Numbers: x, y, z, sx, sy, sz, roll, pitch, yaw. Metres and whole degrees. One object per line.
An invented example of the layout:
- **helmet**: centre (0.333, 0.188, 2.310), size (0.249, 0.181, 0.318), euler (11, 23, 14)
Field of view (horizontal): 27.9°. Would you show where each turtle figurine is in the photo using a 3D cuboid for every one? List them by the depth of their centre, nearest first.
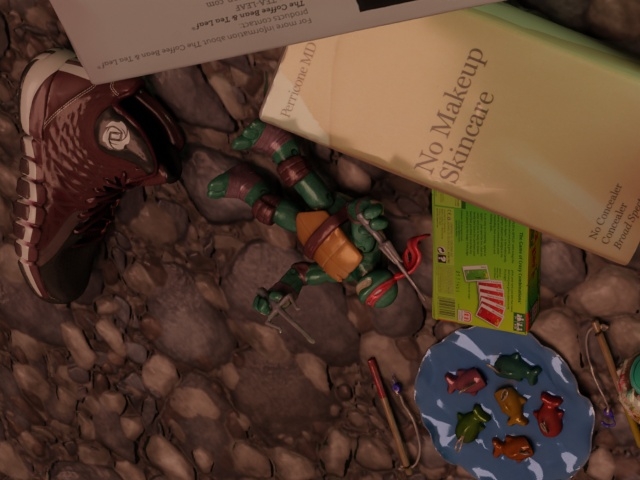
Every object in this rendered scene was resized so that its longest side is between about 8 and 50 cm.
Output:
- **turtle figurine**: centre (0.000, 0.000, 1.205), size (0.234, 0.118, 0.175), euler (48, 117, 14)

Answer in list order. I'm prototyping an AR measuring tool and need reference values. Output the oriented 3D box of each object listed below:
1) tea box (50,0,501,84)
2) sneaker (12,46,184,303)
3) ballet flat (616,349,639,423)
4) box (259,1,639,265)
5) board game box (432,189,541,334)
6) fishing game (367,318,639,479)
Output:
- **tea box**: centre (-0.013, -0.308, 0.855), size (0.329, 0.323, 0.220), euler (-9, 131, 15)
- **sneaker**: centre (-0.217, -0.046, 1.300), size (0.163, 0.106, 0.281), euler (13, 120, 17)
- **ballet flat**: centre (0.377, 0.161, 1.131), size (0.241, 0.091, 0.077), euler (23, 154, 20)
- **box**: centre (0.124, -0.114, 1.020), size (0.311, 0.121, 0.148), euler (20, 110, -1)
- **board game box**: centre (0.150, -0.009, 1.167), size (0.092, 0.043, 0.181), euler (9, 119, 22)
- **fishing game**: centre (0.173, 0.171, 1.253), size (0.264, 0.041, 0.189), euler (-9, 108, 31)
